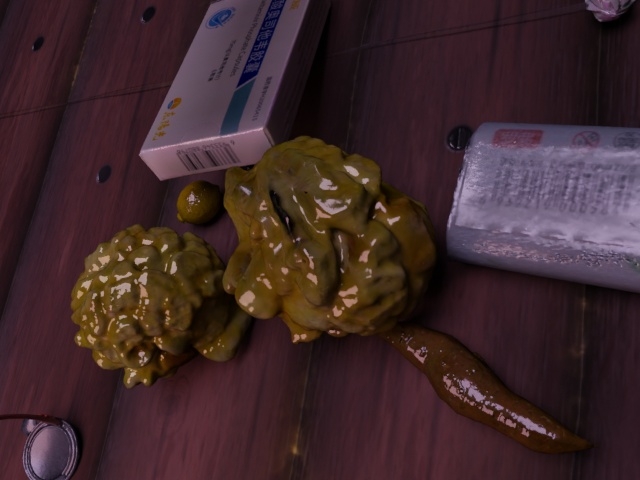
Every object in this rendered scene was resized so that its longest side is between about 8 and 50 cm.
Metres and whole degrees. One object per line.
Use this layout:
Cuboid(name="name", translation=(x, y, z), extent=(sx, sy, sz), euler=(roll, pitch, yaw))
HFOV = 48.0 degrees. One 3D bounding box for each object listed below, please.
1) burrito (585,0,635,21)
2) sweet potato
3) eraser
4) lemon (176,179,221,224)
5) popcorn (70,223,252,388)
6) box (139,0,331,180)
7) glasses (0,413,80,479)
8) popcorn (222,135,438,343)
Cuboid(name="burrito", translation=(0.374, -0.347, 0.843), extent=(0.064, 0.064, 0.203), euler=(26, 84, 38))
Cuboid(name="sweet potato", translation=(0.162, 0.154, 0.764), extent=(0.274, 0.067, 0.067), euler=(32, 89, 40))
Cuboid(name="eraser", translation=(0.263, -0.041, 0.771), extent=(0.227, 0.081, 0.174), euler=(10, 80, 35))
Cuboid(name="lemon", translation=(-0.184, -0.056, 1.079), extent=(0.083, 0.062, 0.062), euler=(-39, 54, 11))
Cuboid(name="popcorn", translation=(-0.221, 0.094, 0.966), extent=(0.235, 0.217, 0.181), euler=(-43, 27, 18))
Cuboid(name="box", translation=(-0.113, -0.242, 1.035), extent=(0.200, 0.065, 0.343), euler=(-7, 49, 25))
Cuboid(name="glasses", translation=(-0.445, 0.340, 0.960), extent=(0.118, 0.268, 0.234), euler=(7, 71, 15))
Cuboid(name="popcorn", translation=(0.000, 0.000, 0.847), extent=(0.286, 0.215, 0.252), euler=(38, 130, 42))
